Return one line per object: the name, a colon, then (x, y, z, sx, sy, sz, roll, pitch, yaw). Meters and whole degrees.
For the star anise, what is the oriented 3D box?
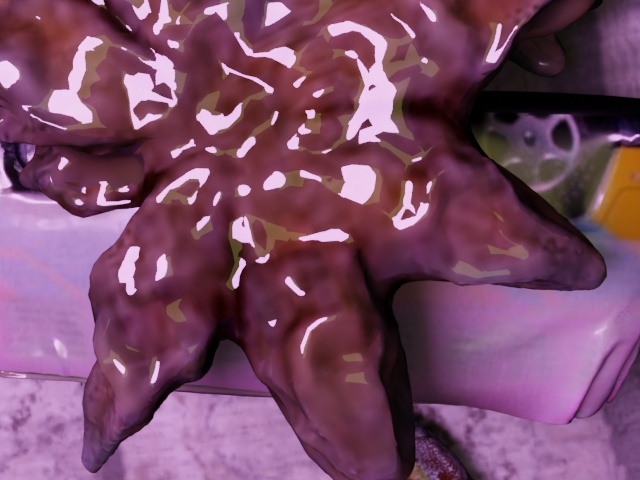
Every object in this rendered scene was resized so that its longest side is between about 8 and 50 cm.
star anise: (-0.037, -0.044, 0.418, 0.315, 0.108, 0.315, 0, 95, 0)

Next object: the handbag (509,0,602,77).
handbag: (0.043, -0.210, 0.555, 0.325, 0.118, 0.269, -8, 95, 13)

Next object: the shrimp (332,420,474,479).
shrimp: (0.042, 0.136, 0.618, 0.165, 0.056, 0.065, 43, 107, 6)

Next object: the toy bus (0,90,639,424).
toy bus: (0.000, 0.000, 0.562, 0.386, 0.171, 0.162, 2, 102, 8)
